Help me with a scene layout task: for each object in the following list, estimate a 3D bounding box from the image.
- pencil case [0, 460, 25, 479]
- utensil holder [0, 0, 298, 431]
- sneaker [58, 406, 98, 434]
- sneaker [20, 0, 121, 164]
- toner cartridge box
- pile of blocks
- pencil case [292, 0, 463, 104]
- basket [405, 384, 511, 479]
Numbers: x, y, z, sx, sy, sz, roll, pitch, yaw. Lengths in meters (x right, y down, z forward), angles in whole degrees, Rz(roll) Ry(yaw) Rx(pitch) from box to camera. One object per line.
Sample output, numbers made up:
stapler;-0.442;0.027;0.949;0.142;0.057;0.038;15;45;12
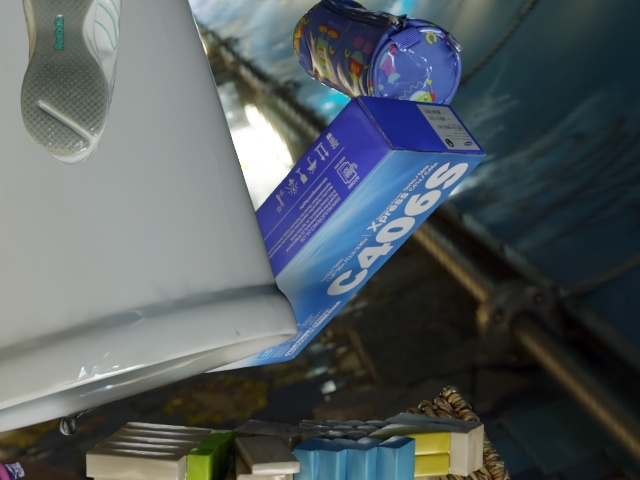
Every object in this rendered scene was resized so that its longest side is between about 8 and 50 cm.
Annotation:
pencil case;-0.313;0.245;1.104;0.098;0.095;0.209;61;1;-10
utensil holder;-0.229;-0.060;1.038;0.327;0.327;0.385;93;-20;-82
sneaker;-0.338;0.117;1.632;0.101;0.153;0.269;-2;-57;46
sneaker;-0.130;-0.113;0.675;0.061;0.053;0.152;116;-22;-80
toner cartridge box;0.000;0.000;1.338;0.165;0.348;0.075;-1;51;-50
pile of blocks;-0.023;0.227;1.141;0.149;0.362;0.113;-149;-121;-77
pencil case;0.065;-0.235;1.628;0.306;0.119;0.133;-141;-147;-63
basket;0.155;0.373;1.567;0.299;0.223;0.213;59;0;36
